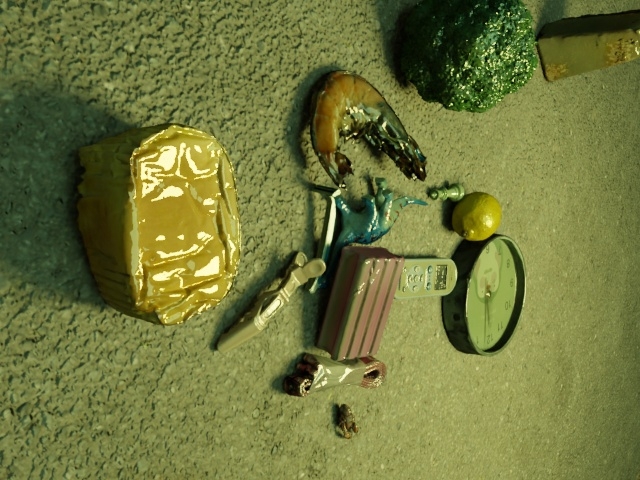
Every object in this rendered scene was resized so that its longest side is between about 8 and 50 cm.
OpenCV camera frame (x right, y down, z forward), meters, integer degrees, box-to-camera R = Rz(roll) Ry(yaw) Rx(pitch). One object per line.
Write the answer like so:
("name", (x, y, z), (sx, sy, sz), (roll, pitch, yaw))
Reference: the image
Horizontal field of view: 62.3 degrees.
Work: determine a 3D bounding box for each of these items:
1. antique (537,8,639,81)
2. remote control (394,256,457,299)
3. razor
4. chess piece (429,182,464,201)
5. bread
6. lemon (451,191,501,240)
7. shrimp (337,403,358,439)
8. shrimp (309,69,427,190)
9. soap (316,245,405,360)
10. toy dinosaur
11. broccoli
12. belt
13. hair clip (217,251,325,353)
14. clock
("antique", (0.747, -0.531, 1.419), (0.125, 0.284, 0.150), (-52, 125, -27))
("remote control", (0.215, 0.080, 1.148), (0.244, 0.047, 0.087), (2, 90, -43))
("razor", (0.003, 0.000, 0.934), (0.037, 0.068, 0.191), (3, 100, -34))
("chess piece", (0.282, -0.106, 1.196), (0.093, 0.042, 0.042), (-10, 102, -37))
("bread", (-0.206, -0.020, 0.676), (0.179, 0.133, 0.250), (-17, 107, -42))
("lemon", (0.362, -0.055, 1.229), (0.133, 0.109, 0.109), (-54, 127, -32))
("shrimp", (0.052, 0.360, 1.037), (0.038, 0.029, 0.092), (-44, 126, -32))
("shrimp", (0.089, -0.166, 0.956), (0.290, 0.054, 0.222), (38, 58, -26))
("soap", (0.074, 0.114, 0.972), (0.122, 0.065, 0.203), (3, 107, -44))
("toy dinosaur", (0.098, -0.047, 1.003), (0.329, 0.076, 0.144), (-37, 129, -30))
("broccoli", (0.294, -0.384, 1.059), (0.270, 0.269, 0.270), (-42, 130, -75))
("belt", (0.034, 0.248, 0.992), (0.232, 0.053, 0.071), (5, 99, -44))
("hair clip", (-0.076, 0.101, 0.857), (0.226, 0.072, 0.034), (-47, 121, -28))
("clock", (0.424, 0.137, 1.341), (0.318, 0.066, 0.319), (-7, 100, -43))
